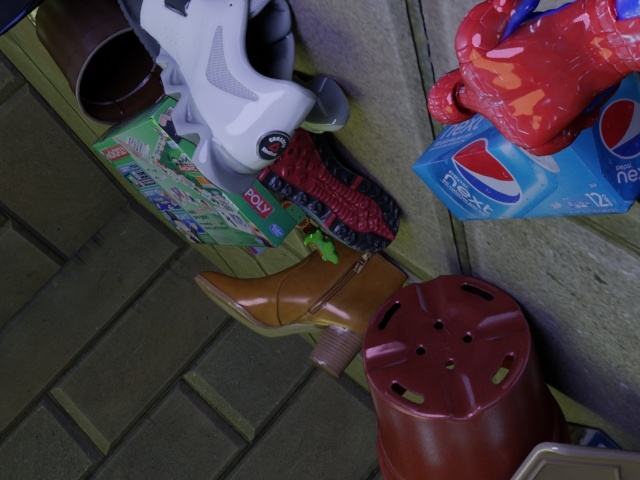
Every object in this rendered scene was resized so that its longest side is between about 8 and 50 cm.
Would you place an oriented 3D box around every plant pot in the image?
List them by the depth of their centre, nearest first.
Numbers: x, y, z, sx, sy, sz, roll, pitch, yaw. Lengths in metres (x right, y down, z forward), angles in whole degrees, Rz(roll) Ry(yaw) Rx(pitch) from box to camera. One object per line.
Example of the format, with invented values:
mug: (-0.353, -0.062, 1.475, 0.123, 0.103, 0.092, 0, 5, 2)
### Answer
plant pot: (0.179, 0.199, 0.979, 0.272, 0.272, 0.265, 33, 157, 39)
plant pot: (-0.320, -0.285, 1.102, 0.165, 0.167, 0.167, 47, 171, 24)

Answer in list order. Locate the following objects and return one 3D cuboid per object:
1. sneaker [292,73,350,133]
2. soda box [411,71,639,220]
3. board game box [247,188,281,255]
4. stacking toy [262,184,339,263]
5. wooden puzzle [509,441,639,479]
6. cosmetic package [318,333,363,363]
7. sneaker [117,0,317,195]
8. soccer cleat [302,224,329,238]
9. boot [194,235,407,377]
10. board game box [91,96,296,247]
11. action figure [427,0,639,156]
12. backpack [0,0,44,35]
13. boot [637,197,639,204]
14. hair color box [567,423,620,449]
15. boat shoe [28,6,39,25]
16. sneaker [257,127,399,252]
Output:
sneaker: (-0.003, -0.143, 0.818, 0.061, 0.054, 0.152, 39, 178, -34)
soda box: (0.148, -0.063, 0.537, 0.067, 0.071, 0.210, 45, 168, -12)
board game box: (-0.176, -0.107, 1.280, 0.224, 0.097, 0.303, 46, 178, -18)
stacking toy: (-0.058, -0.069, 1.071, 0.221, 0.052, 0.167, 45, -164, -16)
wooden puzzle: (0.300, 0.323, 0.934, 0.220, 0.239, 0.044, 12, -145, -24)
cosmetic package: (0.049, 0.134, 1.435, 0.107, 0.127, 0.238, 49, 165, -28)
sneaker: (-0.099, -0.214, 0.758, 0.122, 0.146, 0.331, 15, -139, -56)
soccer cleat: (0.000, 0.000, 1.364, 0.083, 0.029, 0.035, 38, 177, 36)
boot: (-0.029, 0.061, 1.196, 0.295, 0.211, 0.104, 29, 164, 13)
board game box: (-0.181, -0.079, 1.006, 0.213, 0.046, 0.317, 48, 160, -21)
action figure: (0.162, -0.114, 0.310, 0.280, 0.139, 0.091, -15, 122, 50)
backpack: (-0.423, -0.361, 0.924, 0.263, 0.276, 0.213, 38, 164, 54)
boot: (0.290, 0.017, 0.396, 0.208, 0.076, 0.189, 49, 166, 1)
hair color box: (0.309, 0.439, 1.123, 0.105, 0.347, 0.174, 42, 168, -1)
boat shoe: (-0.435, -0.384, 1.195, 0.088, 0.096, 0.268, 20, 142, 51)
sneaker: (-0.022, -0.079, 0.965, 0.262, 0.104, 0.125, 45, 170, -12)
